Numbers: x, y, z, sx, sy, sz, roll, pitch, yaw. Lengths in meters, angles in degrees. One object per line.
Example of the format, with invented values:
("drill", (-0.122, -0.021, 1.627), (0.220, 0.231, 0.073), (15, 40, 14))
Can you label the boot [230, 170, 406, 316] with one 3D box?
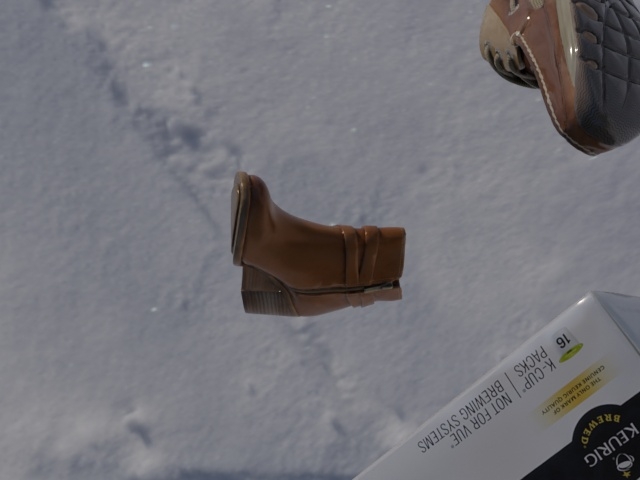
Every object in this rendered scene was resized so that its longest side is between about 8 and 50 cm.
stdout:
("boot", (0.000, 0.000, 1.079), (0.152, 0.197, 0.073), (-3, 58, 2))

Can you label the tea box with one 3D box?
("tea box", (0.205, 0.262, 0.901), (0.329, 0.220, 0.323), (-42, 65, 22))

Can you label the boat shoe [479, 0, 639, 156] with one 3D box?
("boat shoe", (0.199, -0.173, 1.019), (0.123, 0.324, 0.116), (36, 125, -24))
